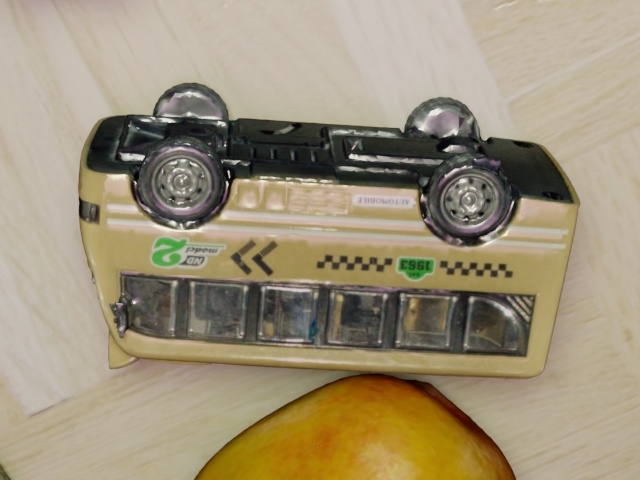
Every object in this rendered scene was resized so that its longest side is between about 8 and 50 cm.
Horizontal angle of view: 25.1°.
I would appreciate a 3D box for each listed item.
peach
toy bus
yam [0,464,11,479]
[{"bbox_3d":[0.019,0.257,1.119,0.308,0.308,0.332,34,74,-10],"label":"peach"},{"bbox_3d":[0.000,0.000,1.105,0.365,0.177,0.202,4,111,-3],"label":"toy bus"},{"bbox_3d":[-0.299,0.196,1.215,0.054,0.054,0.132,-30,103,7],"label":"yam"}]
